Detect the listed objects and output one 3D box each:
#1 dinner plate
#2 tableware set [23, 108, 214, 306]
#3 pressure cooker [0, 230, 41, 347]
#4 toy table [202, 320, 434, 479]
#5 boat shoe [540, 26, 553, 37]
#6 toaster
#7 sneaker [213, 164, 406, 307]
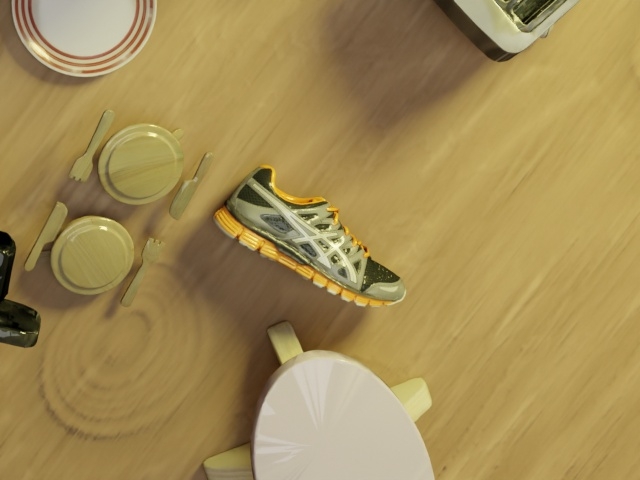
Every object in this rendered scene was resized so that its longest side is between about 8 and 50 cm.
[{"bbox_3d":[-0.231,-0.231,1.844,0.141,0.017,0.141,-3,105,-11],"label":"dinner plate"},{"bbox_3d":[-0.208,-0.036,1.892,0.128,0.039,0.194,23,106,-28],"label":"tableware set"},{"bbox_3d":[-0.489,0.095,1.703,0.370,0.375,0.421,1,109,-52],"label":"pressure cooker"},{"bbox_3d":[0.010,0.224,1.942,0.252,0.161,0.274,-10,106,-8],"label":"toy table"},{"bbox_3d":[0.247,-0.253,1.926,0.035,0.035,0.100,14,95,-12],"label":"boat shoe"},{"bbox_3d":[0.179,-0.279,1.847,0.185,0.110,0.168,-41,93,0],"label":"toaster"},{"bbox_3d":[0.000,0.000,1.921,0.215,0.084,0.083,29,93,-16],"label":"sneaker"}]
